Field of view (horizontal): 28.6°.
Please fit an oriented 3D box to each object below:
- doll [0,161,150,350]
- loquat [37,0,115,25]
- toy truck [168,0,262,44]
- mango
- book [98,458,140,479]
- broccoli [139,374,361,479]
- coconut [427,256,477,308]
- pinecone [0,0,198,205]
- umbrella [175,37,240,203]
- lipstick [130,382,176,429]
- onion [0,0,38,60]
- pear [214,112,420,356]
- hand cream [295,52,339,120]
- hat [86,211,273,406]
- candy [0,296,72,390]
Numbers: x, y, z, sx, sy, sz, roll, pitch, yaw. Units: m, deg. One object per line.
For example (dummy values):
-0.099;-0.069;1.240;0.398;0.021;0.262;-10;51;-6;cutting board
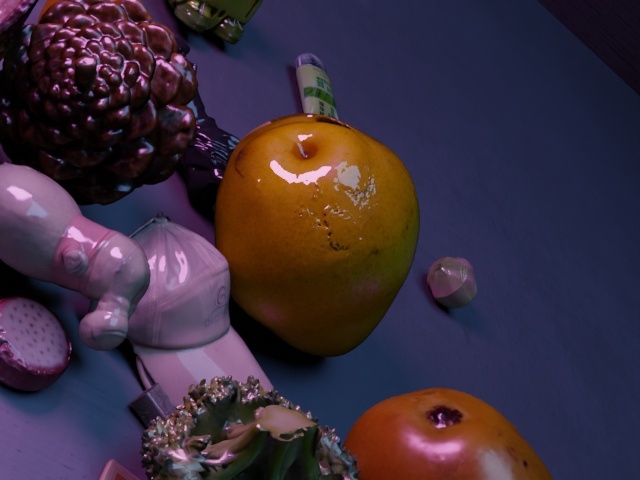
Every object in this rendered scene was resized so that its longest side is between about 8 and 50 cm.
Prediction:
-0.283;-0.003;1.346;0.275;0.113;0.155;43;1;9;doll
-0.307;-0.277;1.664;0.141;0.141;0.141;36;31;-26;loquat
-0.181;-0.426;2.038;0.187;0.148;0.210;23;17;-45;toy truck
0.174;0.383;1.447;0.232;0.300;0.445;-24;94;-33;mango
-0.145;0.349;1.275;0.242;0.018;0.170;42;29;-18;book
-0.067;0.242;1.321;0.176;0.226;0.198;86;12;-45;broccoli
0.217;0.065;2.097;0.081;0.083;0.082;42;6;-36;coconut
-0.261;-0.159;1.472;0.244;0.244;0.309;48;-2;-6;pinecone
-0.174;-0.150;1.746;0.110;0.122;0.272;-29;84;-18;umbrella
-0.158;0.221;1.398;0.129;0.030;0.030;55;27;-4;lipstick
-0.433;-0.261;1.334;0.256;0.230;0.272;-21;74;-52;onion
-0.012;0.000;1.639;0.285;0.336;0.285;11;34;-7;pear
-0.005;-0.251;2.176;0.095;0.046;0.175;28;37;-42;hand cream
-0.137;0.092;1.474;0.226;0.164;0.219;34;26;13;hat
-0.306;0.106;1.300;0.103;0.043;0.103;37;30;-26;candy
